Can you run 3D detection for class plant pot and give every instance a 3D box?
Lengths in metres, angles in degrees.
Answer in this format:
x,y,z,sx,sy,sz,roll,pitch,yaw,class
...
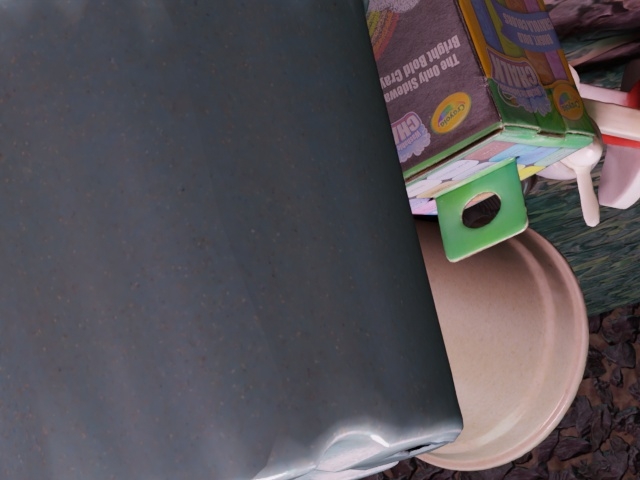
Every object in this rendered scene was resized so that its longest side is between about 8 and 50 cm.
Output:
x,y,z,sx,sy,sz,roll,pitch,yaw,class
0.110,0.101,1.662,0.334,0.334,0.305,-25,155,29,plant pot
-0.093,-0.014,0.742,0.341,0.334,0.341,-16,167,-4,plant pot

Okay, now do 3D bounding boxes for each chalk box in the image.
x,y,z,sx,sy,sz,roll,pitch,yaw,class
0.085,-0.095,0.915,0.132,0.213,0.132,-26,165,34,chalk box

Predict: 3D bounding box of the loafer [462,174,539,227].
x,y,z,sx,sy,sz,roll,pitch,yaw,class
0.187,-0.074,1.511,0.078,0.080,0.220,-38,-176,-17,loafer

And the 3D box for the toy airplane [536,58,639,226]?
x,y,z,sx,sy,sz,roll,pitch,yaw,class
0.343,-0.080,1.197,0.386,0.272,0.384,-4,163,26,toy airplane
